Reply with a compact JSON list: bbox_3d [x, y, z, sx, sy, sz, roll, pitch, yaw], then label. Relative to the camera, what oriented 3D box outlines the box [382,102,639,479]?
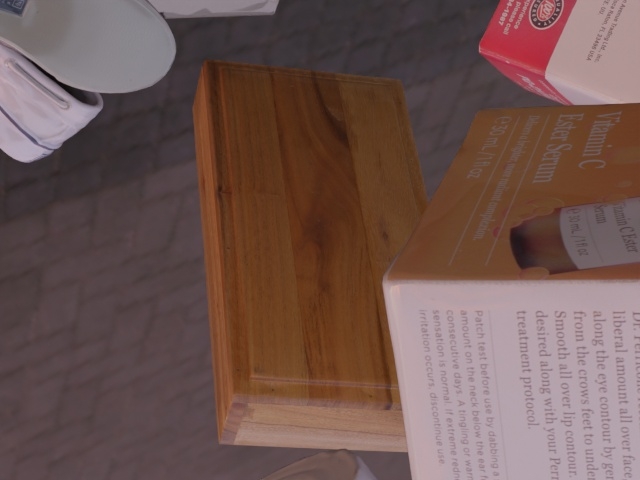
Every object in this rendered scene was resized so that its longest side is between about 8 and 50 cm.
[{"bbox_3d":[0.120,0.021,0.420,0.170,0.091,0.130,-1,-155,18],"label":"box"}]

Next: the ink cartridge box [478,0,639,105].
[{"bbox_3d":[0.250,-0.147,0.919,0.100,0.237,0.172,23,93,-59],"label":"ink cartridge box"}]

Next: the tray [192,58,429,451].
[{"bbox_3d":[0.000,0.000,1.296,0.202,0.411,0.076,5,135,-14],"label":"tray"}]

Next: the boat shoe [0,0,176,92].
[{"bbox_3d":[-0.201,-0.169,0.954,0.227,0.081,0.079,18,115,-34],"label":"boat shoe"}]

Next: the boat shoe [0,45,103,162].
[{"bbox_3d":[-0.258,-0.177,1.037,0.084,0.095,0.258,-30,116,19],"label":"boat shoe"}]

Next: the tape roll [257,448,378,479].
[{"bbox_3d":[-0.063,0.229,0.713,0.286,0.100,0.286,-36,-176,3],"label":"tape roll"}]

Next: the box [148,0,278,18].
[{"bbox_3d":[-0.145,-0.245,1.196,0.275,0.113,0.094,-12,127,-53],"label":"box"}]
